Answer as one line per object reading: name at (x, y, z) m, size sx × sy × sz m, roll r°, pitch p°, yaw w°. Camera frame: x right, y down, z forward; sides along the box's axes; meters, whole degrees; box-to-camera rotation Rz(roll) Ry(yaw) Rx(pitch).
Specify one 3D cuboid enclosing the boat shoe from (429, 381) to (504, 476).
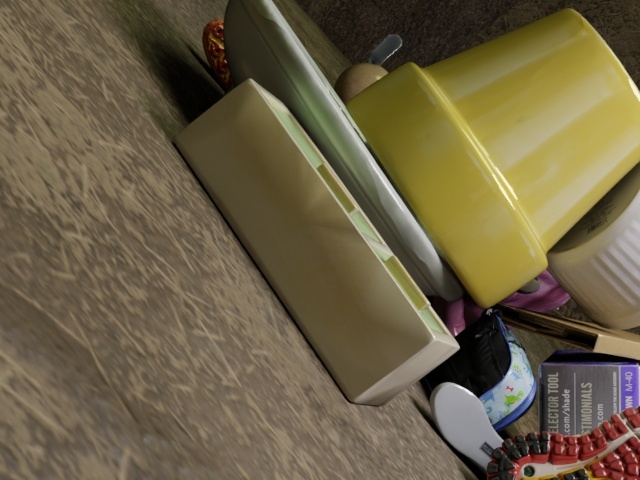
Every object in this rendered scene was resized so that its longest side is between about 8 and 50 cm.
boat shoe at (0.146, 0.187, 1.291) m, size 0.142 × 0.049 × 0.040 m, roll 50°, pitch -10°, yaw -23°

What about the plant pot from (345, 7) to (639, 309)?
plant pot at (0.189, -0.099, 1.332) m, size 0.254 × 0.239 × 0.254 m, roll 55°, pitch 5°, yaw -7°

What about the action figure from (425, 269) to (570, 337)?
action figure at (0.217, 0.019, 1.650) m, size 0.276 × 0.248 × 0.370 m, roll 54°, pitch 6°, yaw 14°

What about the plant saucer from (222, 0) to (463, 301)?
plant saucer at (-0.001, -0.086, 1.367) m, size 0.400 × 0.100 × 0.400 m, roll 55°, pitch 5°, yaw -8°

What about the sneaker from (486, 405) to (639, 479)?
sneaker at (0.264, 0.213, 1.257) m, size 0.093 × 0.225 × 0.088 m, roll 85°, pitch 0°, yaw -61°

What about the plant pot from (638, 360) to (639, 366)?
plant pot at (0.485, 0.312, 1.902) m, size 0.267 × 0.267 × 0.236 m, roll 52°, pitch 21°, yaw 1°

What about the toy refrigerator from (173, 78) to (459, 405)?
toy refrigerator at (0.000, 0.000, 1.112) m, size 0.269 × 0.094 × 0.102 m, roll 56°, pitch 9°, yaw 18°

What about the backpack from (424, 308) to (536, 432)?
backpack at (0.168, 0.145, 1.360) m, size 0.084 × 0.105 × 0.114 m, roll 48°, pitch 13°, yaw -24°

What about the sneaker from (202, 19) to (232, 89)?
sneaker at (-0.090, -0.191, 1.573) m, size 0.067 × 0.064 × 0.175 m, roll 32°, pitch -14°, yaw 48°

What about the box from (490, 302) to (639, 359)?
box at (0.300, 0.104, 1.419) m, size 0.201 × 0.021 × 0.164 m, roll 14°, pitch 2°, yaw -36°

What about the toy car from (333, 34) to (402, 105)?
toy car at (0.058, -0.195, 1.866) m, size 0.155 × 0.188 × 0.149 m, roll 54°, pitch 9°, yaw 8°

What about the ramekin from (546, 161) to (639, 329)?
ramekin at (0.319, -0.021, 1.402) m, size 0.109 × 0.207 × 0.207 m, roll 38°, pitch 13°, yaw -20°

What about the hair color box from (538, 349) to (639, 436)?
hair color box at (0.301, 0.218, 1.479) m, size 0.339 × 0.110 × 0.185 m, roll 7°, pitch 83°, yaw -76°
